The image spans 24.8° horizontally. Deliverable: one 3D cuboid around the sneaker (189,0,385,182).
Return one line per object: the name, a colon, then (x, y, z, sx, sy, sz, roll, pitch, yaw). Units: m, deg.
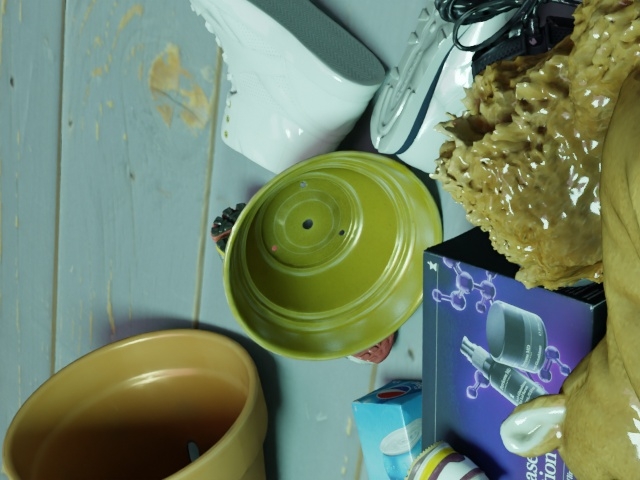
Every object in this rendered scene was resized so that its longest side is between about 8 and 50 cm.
sneaker: (-0.082, -0.183, 1.434, 0.292, 0.108, 0.169, 46, 131, 21)

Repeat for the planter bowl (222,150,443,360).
planter bowl: (0.000, 0.000, 1.390, 0.090, 0.217, 0.217, -129, 37, -59)

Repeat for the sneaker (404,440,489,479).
sneaker: (0.112, 0.273, 1.309, 0.084, 0.069, 0.185, 34, 135, 37)

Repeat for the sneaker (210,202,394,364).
sneaker: (-0.014, 0.050, 1.495, 0.225, 0.088, 0.093, 39, 158, 22)

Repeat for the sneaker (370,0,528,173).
sneaker: (0.133, -0.164, 1.246, 0.235, 0.094, 0.090, -60, 22, 23)

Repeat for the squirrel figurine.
squirrel figurine: (0.254, 0.017, 1.024, 0.370, 0.281, 0.397, 105, 144, -51)

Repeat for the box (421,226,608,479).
box: (0.188, 0.137, 1.297, 0.184, 0.103, 0.261, 20, 120, 43)

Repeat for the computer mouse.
computer mouse: (0.197, -0.100, 1.176, 0.188, 0.072, 0.272, -4, 102, 13)

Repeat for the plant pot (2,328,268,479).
plant pot: (-0.180, 0.265, 1.617, 0.291, 0.291, 0.203, 13, 131, 42)

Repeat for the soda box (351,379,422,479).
soda box: (0.098, 0.249, 1.459, 0.071, 0.067, 0.210, -3, 105, 47)
